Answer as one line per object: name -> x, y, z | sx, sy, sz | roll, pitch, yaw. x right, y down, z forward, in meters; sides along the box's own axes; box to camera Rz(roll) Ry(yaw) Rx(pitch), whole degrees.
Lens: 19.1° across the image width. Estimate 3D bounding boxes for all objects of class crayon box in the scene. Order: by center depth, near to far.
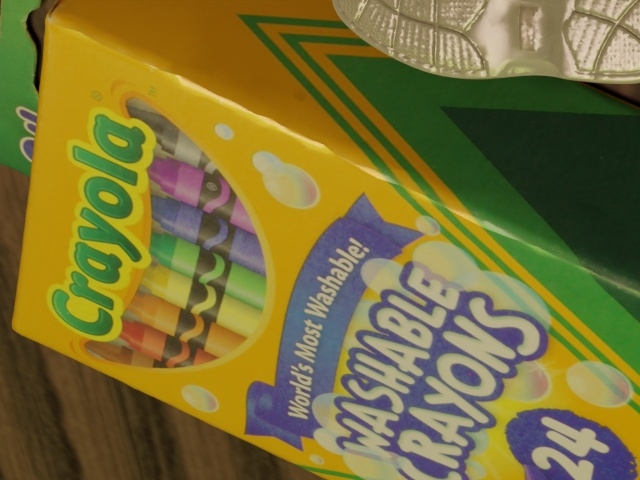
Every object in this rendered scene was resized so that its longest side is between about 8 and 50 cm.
crayon box -> 0.000, 0.000, 0.736 | 0.323, 0.083, 0.203 | 25, 143, 6

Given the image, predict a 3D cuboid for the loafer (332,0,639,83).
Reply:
loafer -> 0.066, -0.076, 0.641 | 0.125, 0.039, 0.045 | 13, 106, 24
